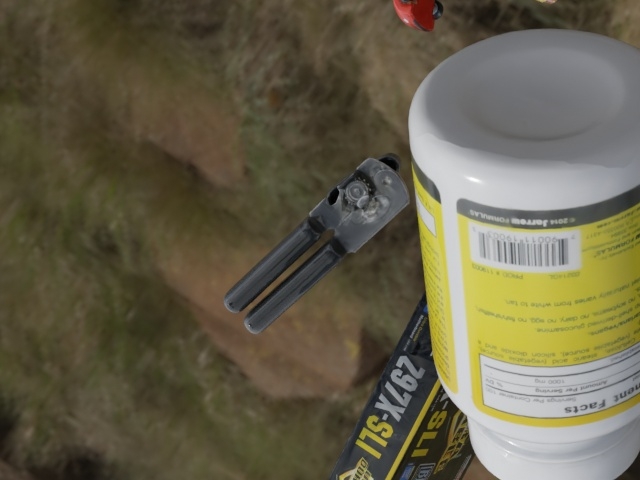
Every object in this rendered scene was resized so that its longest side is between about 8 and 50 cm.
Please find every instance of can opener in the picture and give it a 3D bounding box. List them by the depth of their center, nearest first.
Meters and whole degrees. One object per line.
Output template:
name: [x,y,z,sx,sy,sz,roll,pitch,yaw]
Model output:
can opener: [0.000,0.000,1.923,0.076,0.095,0.283,46,112,-5]

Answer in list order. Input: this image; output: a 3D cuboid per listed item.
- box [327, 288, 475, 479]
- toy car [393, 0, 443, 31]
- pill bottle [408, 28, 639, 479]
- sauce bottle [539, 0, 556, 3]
box: [0.145,0.193,1.869,0.079,0.322,0.257,31,-172,27]
toy car: [0.121,-0.359,1.672,0.053,0.225,0.239,0,108,36]
pill bottle: [0.171,0.027,1.151,0.187,0.188,0.334,15,135,26]
sauce bottle: [0.183,-0.273,1.540,0.128,0.042,0.042,16,154,-17]
